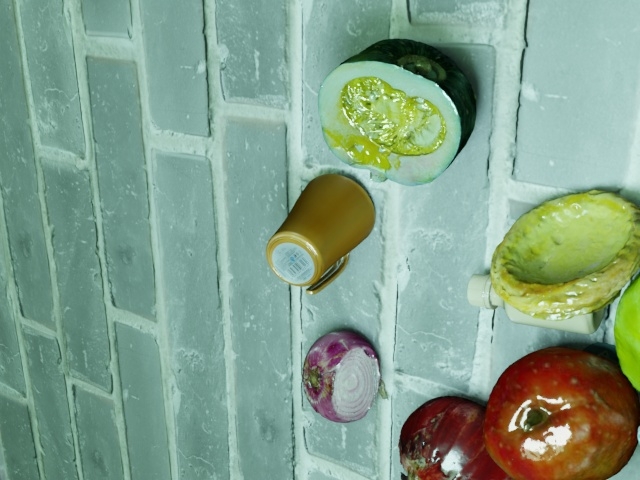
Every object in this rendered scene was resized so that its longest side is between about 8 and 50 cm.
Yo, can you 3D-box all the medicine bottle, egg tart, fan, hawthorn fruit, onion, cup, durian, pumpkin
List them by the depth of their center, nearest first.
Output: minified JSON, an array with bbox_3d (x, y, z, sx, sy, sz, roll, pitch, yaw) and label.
[{"bbox_3d":[0.624,0.147,1.269,0.256,0.204,0.339,38,127,5],"label":"durian"},{"bbox_3d":[0.447,0.039,1.327,0.294,0.294,0.123,-5,131,37],"label":"egg tart"},{"bbox_3d":[0.431,0.330,1.382,0.287,0.330,0.287,-6,79,34],"label":"hawthorn fruit"},{"bbox_3d":[0.163,-0.259,1.458,0.293,0.197,0.263,27,134,17],"label":"pumpkin"},{"bbox_3d":[0.413,0.111,1.461,0.252,0.114,0.114,5,110,35],"label":"medicine bottle"},{"bbox_3d":[0.554,0.280,1.491,0.113,0.005,0.175,31,123,23],"label":"fan"},{"bbox_3d":[0.294,0.460,1.603,0.276,0.276,0.276,13,114,32],"label":"onion"},{"bbox_3d":[0.000,0.000,1.640,0.182,0.264,0.226,5,121,26],"label":"cup"},{"bbox_3d":[0.039,0.317,1.778,0.201,0.200,0.207,2,121,35],"label":"onion"}]

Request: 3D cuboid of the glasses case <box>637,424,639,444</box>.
[{"bbox_3d":[0.710,0.373,1.298,0.328,0.076,0.125,24,131,-5],"label":"glasses case"}]
